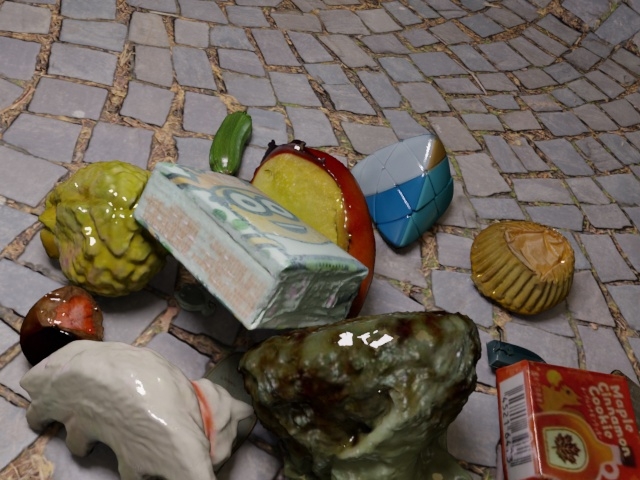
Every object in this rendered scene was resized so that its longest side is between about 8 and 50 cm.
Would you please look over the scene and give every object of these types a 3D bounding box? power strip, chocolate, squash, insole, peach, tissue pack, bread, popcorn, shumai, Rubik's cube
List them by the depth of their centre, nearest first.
[{"bbox_3d":[0.062,0.290,0.877,0.396,0.395,0.347,-1,78,-20],"label":"shumai"},{"bbox_3d":[-0.109,0.006,0.932,0.311,0.127,0.228,36,14,31],"label":"tissue pack"},{"bbox_3d":[-0.186,0.316,0.949,0.119,0.009,0.348,29,48,6],"label":"insole"},{"bbox_3d":[-0.403,0.138,0.954,0.128,0.124,0.133,-9,19,13],"label":"chocolate"},{"bbox_3d":[-0.361,-0.025,1.049,0.212,0.259,0.259,-9,54,-43],"label":"popcorn"},{"bbox_3d":[0.447,0.340,1.065,0.235,0.108,0.237,12,54,-7],"label":"chocolate"},{"bbox_3d":[-0.228,0.107,1.094,0.083,0.035,0.055,32,49,12],"label":"power strip"},{"bbox_3d":[0.000,0.000,1.118,0.201,0.258,0.361,12,42,-58],"label":"peach"},{"bbox_3d":[0.447,0.045,1.304,0.240,0.139,0.239,12,48,-14],"label":"bread"},{"bbox_3d":[0.233,-0.134,1.329,0.255,0.254,0.254,9,49,-11],"label":"Rubik's cube"},{"bbox_3d":[-0.204,-0.222,1.354,0.078,0.068,0.219,7,48,8],"label":"squash"}]

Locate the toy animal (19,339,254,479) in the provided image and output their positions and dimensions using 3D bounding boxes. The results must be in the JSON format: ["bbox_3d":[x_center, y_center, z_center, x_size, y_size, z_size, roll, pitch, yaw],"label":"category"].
[{"bbox_3d":[-0.266,0.247,0.885,0.188,0.308,0.266,-43,117,-53],"label":"toy animal"}]

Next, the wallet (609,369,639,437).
[{"bbox_3d":[0.653,0.365,1.176,0.232,0.031,0.122,42,52,19],"label":"wallet"}]

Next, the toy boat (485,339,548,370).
[{"bbox_3d":[0.393,0.240,1.179,0.141,0.060,0.055,18,47,-13],"label":"toy boat"}]
